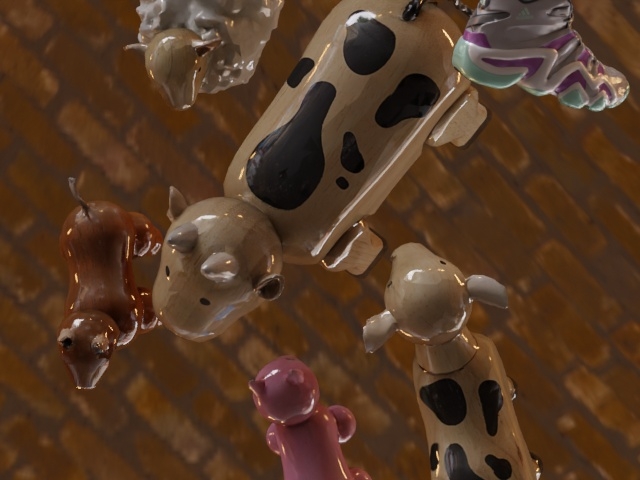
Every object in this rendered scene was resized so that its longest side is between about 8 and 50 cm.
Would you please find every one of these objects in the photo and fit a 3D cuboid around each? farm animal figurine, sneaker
[{"bbox_3d":[0.000,0.000,1.045,0.330,0.172,0.327,21,-91,14],"label":"farm animal figurine"},{"bbox_3d":[0.115,-0.101,0.891,0.098,0.038,0.069,7,-68,-32],"label":"sneaker"}]
